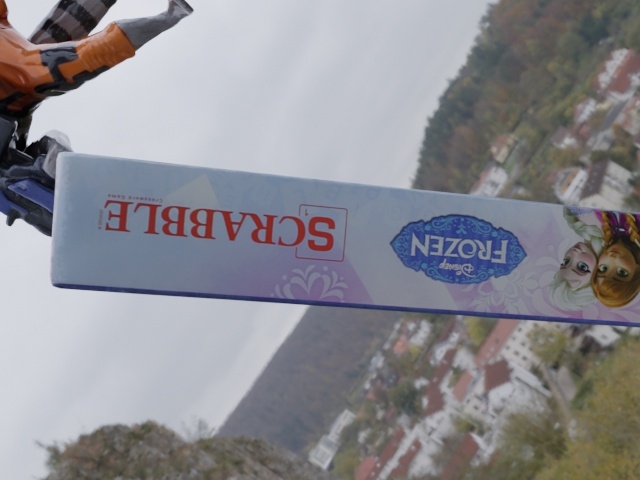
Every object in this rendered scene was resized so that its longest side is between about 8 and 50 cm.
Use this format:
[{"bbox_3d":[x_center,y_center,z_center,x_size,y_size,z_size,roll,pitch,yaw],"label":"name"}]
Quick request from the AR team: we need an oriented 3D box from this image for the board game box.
[{"bbox_3d":[0.000,0.000,0.517,0.318,0.319,0.066,-172,88,-78],"label":"board game box"}]

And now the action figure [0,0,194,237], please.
[{"bbox_3d":[-0.253,-0.111,0.697,0.330,0.341,0.178,-52,12,5],"label":"action figure"}]
